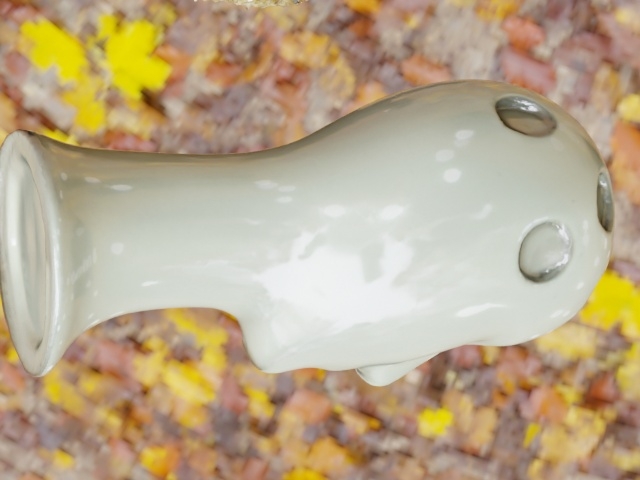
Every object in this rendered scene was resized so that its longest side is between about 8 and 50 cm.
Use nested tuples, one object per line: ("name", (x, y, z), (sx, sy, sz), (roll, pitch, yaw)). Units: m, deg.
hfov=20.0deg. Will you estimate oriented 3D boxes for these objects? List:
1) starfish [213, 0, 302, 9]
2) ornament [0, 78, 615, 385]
("starfish", (-0.066, -0.218, 0.783), (0.303, 0.113, 0.312), (-13, 143, -14))
("ornament", (0.000, 0.000, 0.467), (0.156, 0.075, 0.081), (-4, 101, -19))
